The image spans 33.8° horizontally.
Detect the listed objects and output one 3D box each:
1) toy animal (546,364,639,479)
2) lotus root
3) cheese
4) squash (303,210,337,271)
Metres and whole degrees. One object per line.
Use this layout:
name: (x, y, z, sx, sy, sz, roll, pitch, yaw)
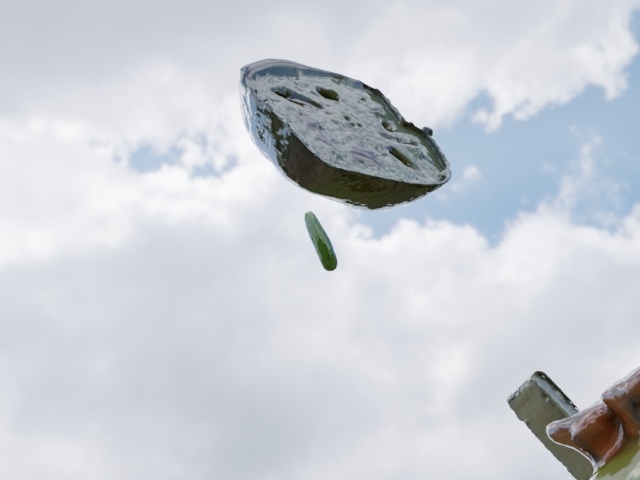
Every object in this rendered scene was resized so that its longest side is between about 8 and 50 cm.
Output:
toy animal: (0.358, 0.282, 0.990, 0.191, 0.338, 0.216, -23, -21, -38)
lotus root: (0.013, -0.083, 0.954, 0.203, 0.183, 0.078, 13, -56, -26)
cheese: (0.415, 0.346, 1.445, 0.034, 0.400, 0.085, -29, -18, -47)
squash: (0.000, 0.000, 1.387, 0.027, 0.089, 0.027, -24, -15, -7)
